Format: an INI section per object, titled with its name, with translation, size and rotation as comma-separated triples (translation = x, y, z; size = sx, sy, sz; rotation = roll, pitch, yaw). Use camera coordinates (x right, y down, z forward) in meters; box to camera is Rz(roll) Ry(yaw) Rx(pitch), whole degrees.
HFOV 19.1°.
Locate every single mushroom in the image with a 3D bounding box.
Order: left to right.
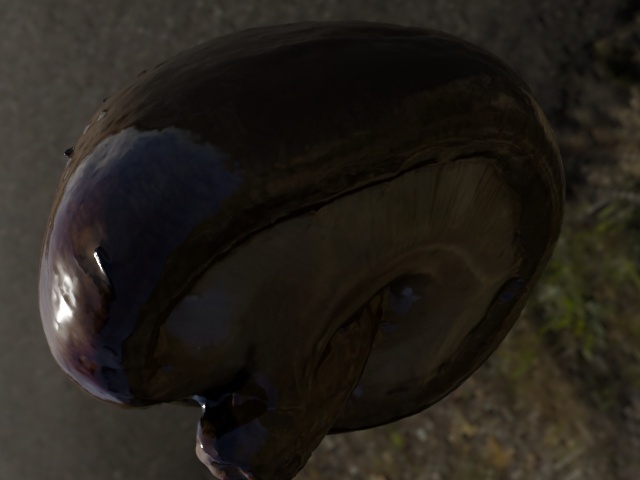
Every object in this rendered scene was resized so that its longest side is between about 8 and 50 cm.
[mushroom]
translation = -0.010, -0.008, 0.758
size = 0.138, 0.194, 0.231
rotation = 36, -175, 35
